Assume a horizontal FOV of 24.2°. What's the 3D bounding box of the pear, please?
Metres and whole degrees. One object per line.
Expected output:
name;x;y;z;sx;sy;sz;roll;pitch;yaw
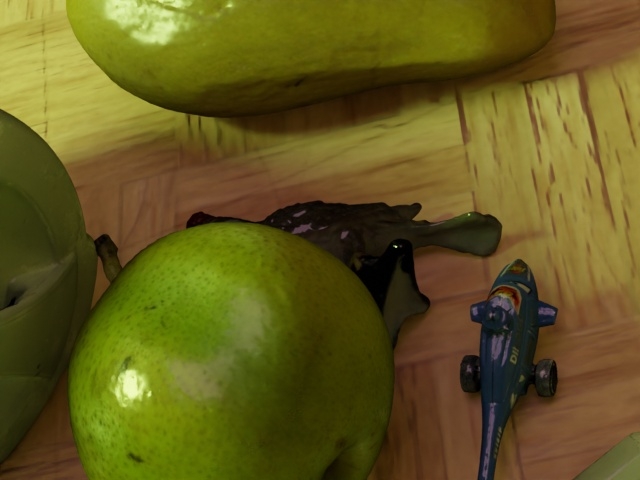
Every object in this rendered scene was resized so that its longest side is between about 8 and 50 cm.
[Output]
pear;-0.065;0.067;0.805;0.216;0.166;0.180;35;85;23

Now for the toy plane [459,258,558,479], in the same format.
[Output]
toy plane;0.095;0.084;0.808;0.054;0.062;0.167;2;64;22

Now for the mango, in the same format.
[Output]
mango;-0.013;-0.178;1.013;0.332;0.142;0.195;-6;55;7

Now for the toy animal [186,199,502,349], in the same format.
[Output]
toy animal;0.001;0.007;0.914;0.202;0.070;0.105;7;43;29

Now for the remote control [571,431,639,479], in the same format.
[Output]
remote control;0.216;0.191;0.698;0.067;0.029;0.261;-36;51;-11

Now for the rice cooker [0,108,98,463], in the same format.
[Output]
rice cooker;-0.298;0.018;0.876;0.277;0.288;0.288;23;64;32
